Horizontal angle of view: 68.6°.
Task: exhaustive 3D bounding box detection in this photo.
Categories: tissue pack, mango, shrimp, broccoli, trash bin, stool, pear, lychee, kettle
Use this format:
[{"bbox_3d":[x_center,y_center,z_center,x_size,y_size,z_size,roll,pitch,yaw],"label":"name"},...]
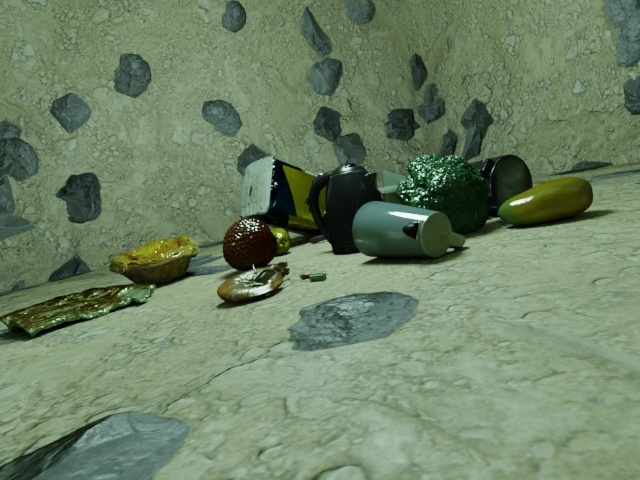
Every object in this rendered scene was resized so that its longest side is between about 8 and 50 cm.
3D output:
[{"bbox_3d":[-0.123,-0.179,2.113,0.416,0.264,0.253,16,-16,-40],"label":"tissue pack"},{"bbox_3d":[0.635,-0.109,1.327,0.250,0.114,0.156,-11,14,5],"label":"mango"},{"bbox_3d":[-0.155,0.105,1.204,0.150,0.068,0.248,6,20,29],"label":"shrimp"},{"bbox_3d":[0.385,-0.133,1.476,0.307,0.308,0.275,-12,-31,-3],"label":"broccoli"},{"bbox_3d":[0.587,-0.194,1.730,0.252,0.203,0.301,29,-12,-22],"label":"trash bin"},{"bbox_3d":[0.274,-0.185,2.041,0.243,0.171,0.269,-16,30,-32],"label":"stool"},{"bbox_3d":[-0.168,0.003,1.859,0.107,0.107,0.131,-16,11,-33],"label":"pear"},{"bbox_3d":[-0.241,0.016,1.592,0.194,0.195,0.194,-12,7,1],"label":"lychee"},{"bbox_3d":[0.085,-0.111,1.588,0.268,0.291,0.207,-10,8,27],"label":"kettle"},{"bbox_3d":[0.241,-0.015,1.256,0.210,0.160,0.243,18,-5,-36],"label":"kettle"}]

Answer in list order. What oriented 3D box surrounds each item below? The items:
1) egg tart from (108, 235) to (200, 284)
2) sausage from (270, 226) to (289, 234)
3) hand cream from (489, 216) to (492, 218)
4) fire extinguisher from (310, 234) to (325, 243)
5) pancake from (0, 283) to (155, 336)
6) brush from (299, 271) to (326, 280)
[{"bbox_3d":[-0.625,0.088,1.802,0.351,0.150,0.352,-10,12,2],"label":"egg tart"},{"bbox_3d":[-0.223,-0.002,1.993,0.108,0.109,0.270,-9,4,27],"label":"sausage"},{"bbox_3d":[0.466,-0.087,1.734,0.121,0.076,0.336,-16,14,-23],"label":"hand cream"},{"bbox_3d":[-0.002,-0.006,1.968,0.100,0.032,0.046,-15,-7,30],"label":"fire extinguisher"},{"bbox_3d":[-0.720,0.207,1.427,0.426,0.067,0.304,-15,15,-34],"label":"pancake"},{"bbox_3d":[-0.023,0.095,1.205,0.083,0.019,0.021,-5,19,35],"label":"brush"}]
